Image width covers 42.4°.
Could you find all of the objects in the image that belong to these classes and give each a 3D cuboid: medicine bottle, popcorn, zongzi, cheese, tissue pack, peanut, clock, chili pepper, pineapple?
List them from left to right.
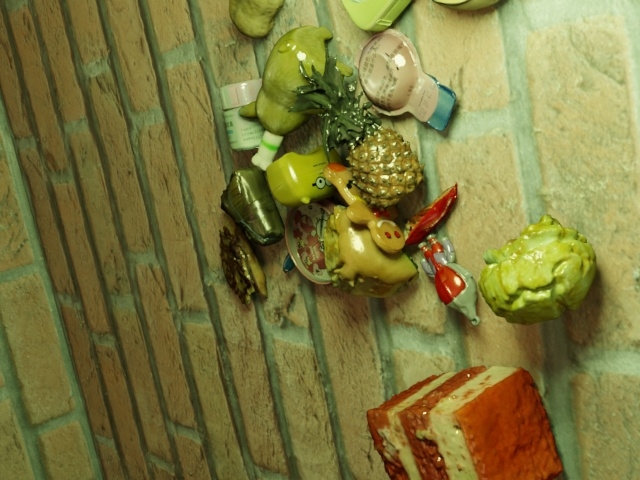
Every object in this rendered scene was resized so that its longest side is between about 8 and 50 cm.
[{"bbox_3d":[-0.199,-0.057,2.238,0.242,0.112,0.220,-46,62,52],"label":"zongzi"},{"bbox_3d":[-0.181,-0.319,2.094,0.135,0.135,0.168,1,106,49],"label":"medicine bottle"},{"bbox_3d":[-0.148,-0.580,1.956,0.129,0.129,0.224,52,147,20],"label":"peanut"},{"bbox_3d":[-0.030,-0.147,1.957,0.123,0.178,0.127,-27,83,52],"label":"tissue pack"},{"bbox_3d":[0.001,0.000,2.082,0.244,0.056,0.244,22,120,43],"label":"clock"},{"bbox_3d":[0.066,-0.236,1.757,0.364,0.165,0.165,50,141,-8],"label":"pineapple"},{"bbox_3d":[0.102,-0.563,1.702,0.170,0.069,0.231,-44,64,40],"label":"clock"},{"bbox_3d":[0.170,-0.334,1.731,0.286,0.074,0.188,40,133,32],"label":"cheese"},{"bbox_3d":[0.232,-0.044,1.810,0.051,0.059,0.268,30,136,-13],"label":"chili pepper"},{"bbox_3d":[0.404,0.063,1.545,0.221,0.204,0.183,-34,79,35],"label":"popcorn"}]

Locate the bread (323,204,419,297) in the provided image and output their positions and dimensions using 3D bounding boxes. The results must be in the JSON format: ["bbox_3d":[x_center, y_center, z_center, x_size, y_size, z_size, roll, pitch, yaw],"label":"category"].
[{"bbox_3d":[0.082,0.050,1.886,0.252,0.133,0.174,44,154,2],"label":"bread"}]

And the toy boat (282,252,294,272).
[{"bbox_3d":[-0.076,0.056,2.212,0.038,0.038,0.083,45,117,27],"label":"toy boat"}]

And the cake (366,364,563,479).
[{"bbox_3d":[0.303,0.431,1.757,0.320,0.270,0.269,-23,88,49],"label":"cake"}]

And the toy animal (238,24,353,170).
[{"bbox_3d":[-0.067,-0.337,1.935,0.181,0.180,0.363,61,147,21],"label":"toy animal"}]

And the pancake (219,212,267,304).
[{"bbox_3d":[-0.220,0.066,2.365,0.212,0.056,0.257,37,138,43],"label":"pancake"}]

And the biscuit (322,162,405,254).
[{"bbox_3d":[0.114,-0.077,1.839,0.036,0.166,0.250,-48,60,35],"label":"biscuit"}]

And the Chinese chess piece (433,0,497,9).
[{"bbox_3d":[0.266,-0.550,1.510,0.250,0.103,0.249,21,120,42],"label":"Chinese chess piece"}]

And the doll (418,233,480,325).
[{"bbox_3d":[0.283,0.087,1.781,0.102,0.075,0.227,-52,56,36],"label":"doll"}]
